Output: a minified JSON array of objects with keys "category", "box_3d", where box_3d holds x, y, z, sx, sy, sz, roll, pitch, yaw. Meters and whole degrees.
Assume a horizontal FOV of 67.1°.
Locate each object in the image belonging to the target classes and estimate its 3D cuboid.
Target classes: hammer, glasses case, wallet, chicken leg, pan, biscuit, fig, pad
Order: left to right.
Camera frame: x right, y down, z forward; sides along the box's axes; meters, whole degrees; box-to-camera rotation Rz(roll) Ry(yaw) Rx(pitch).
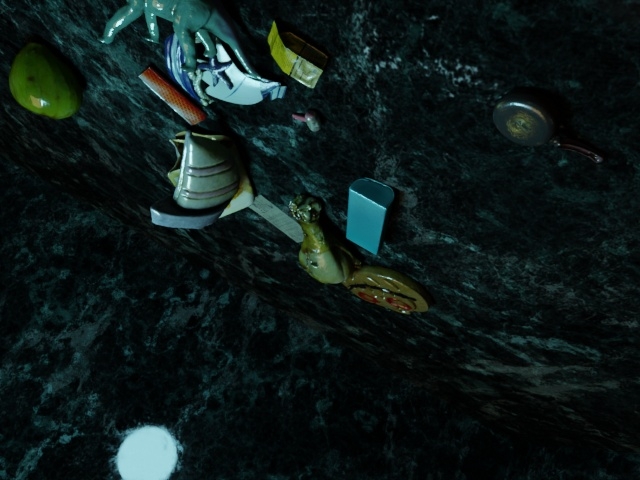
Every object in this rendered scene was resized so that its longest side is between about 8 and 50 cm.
[{"category":"fig","box_3d":[-0.840,-0.492,1.486,0.203,0.203,0.225,21,117,20]},{"category":"wallet","box_3d":[-0.412,-0.401,1.350,0.196,0.020,0.103,42,155,-30]},{"category":"pad","box_3d":[-0.150,-0.073,1.774,0.265,0.009,0.159,37,156,-20]},{"category":"hammer","box_3d":[-0.036,-0.288,1.141,0.083,0.031,0.052,26,158,36]},{"category":"chicken leg","box_3d":[0.000,0.000,1.606,0.201,0.152,0.429,3,141,25]},{"category":"glasses case","box_3d":[0.138,-0.067,1.368,0.117,0.070,0.301,30,161,13]},{"category":"biscuit","box_3d":[0.242,0.196,1.821,0.367,0.063,0.314,4,146,45]},{"category":"pan","box_3d":[0.393,-0.182,0.834,0.212,0.040,0.115,31,164,-3]}]

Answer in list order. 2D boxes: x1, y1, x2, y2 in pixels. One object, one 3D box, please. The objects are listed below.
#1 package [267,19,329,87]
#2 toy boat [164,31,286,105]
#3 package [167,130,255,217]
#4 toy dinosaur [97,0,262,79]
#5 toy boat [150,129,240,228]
[{"category":"package","box_3d":[-0.052,-0.366,0.955,0.131,0.047,0.071,31,161,-11]},{"category":"toy boat","box_3d":[-0.228,-0.392,1.098,0.292,0.070,0.210,7,151,28]},{"category":"package","box_3d":[-0.358,-0.222,1.554,0.311,0.221,0.165,76,169,-64]},{"category":"toy dinosaur","box_3d":[-0.265,-0.501,0.887,0.383,0.129,0.331,12,130,-10]},{"category":"toy boat","box_3d":[-0.334,-0.154,1.408,0.111,0.293,0.276,50,-156,24]}]
